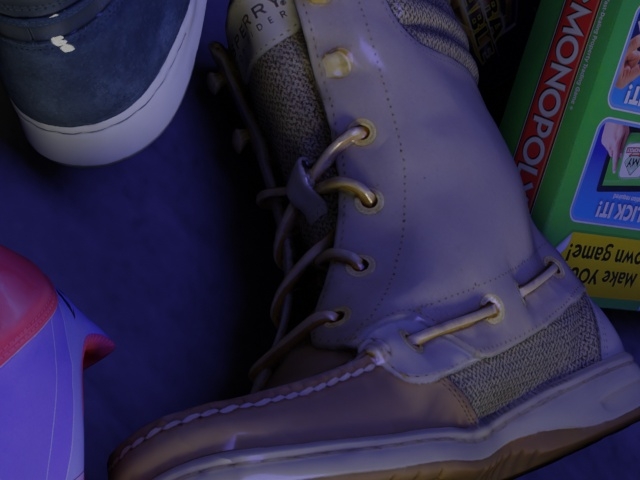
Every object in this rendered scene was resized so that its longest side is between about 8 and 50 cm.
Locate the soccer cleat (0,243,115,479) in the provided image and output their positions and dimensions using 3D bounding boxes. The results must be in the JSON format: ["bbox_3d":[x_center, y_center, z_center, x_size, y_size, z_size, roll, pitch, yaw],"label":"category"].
[{"bbox_3d":[-0.103,0.110,0.509,0.095,0.083,0.248,31,47,-38],"label":"soccer cleat"}]

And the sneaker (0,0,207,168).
[{"bbox_3d":[-0.079,-0.162,0.625,0.163,0.086,0.226,68,22,-55],"label":"sneaker"}]

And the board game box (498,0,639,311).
[{"bbox_3d":[0.211,-0.068,0.864,0.317,0.046,0.214,6,105,-45],"label":"board game box"}]

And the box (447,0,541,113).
[{"bbox_3d":[0.140,-0.202,0.944,0.295,0.073,0.293,1,68,-45],"label":"box"}]

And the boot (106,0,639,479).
[{"bbox_3d":[0.000,0.000,0.657,0.262,0.095,0.203,-10,72,-48],"label":"boot"}]
